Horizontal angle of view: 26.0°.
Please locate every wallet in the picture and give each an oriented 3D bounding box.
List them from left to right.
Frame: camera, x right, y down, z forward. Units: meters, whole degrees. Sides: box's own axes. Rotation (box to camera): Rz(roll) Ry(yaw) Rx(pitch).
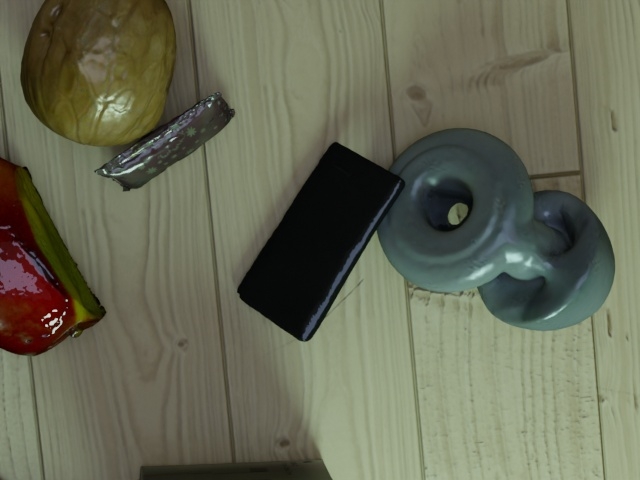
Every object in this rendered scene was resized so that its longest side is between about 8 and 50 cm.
[{"bbox_3d":[0.000,0.000,1.778,0.124,0.025,0.244,33,90,27],"label":"wallet"}]

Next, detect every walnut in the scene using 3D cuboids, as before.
[{"bbox_3d":[-0.264,-0.225,1.680,0.195,0.195,0.222,19,89,-7],"label":"walnut"}]

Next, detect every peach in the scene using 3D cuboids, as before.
[{"bbox_3d":[-0.395,0.019,1.704,0.159,0.154,0.267,-26,97,-3],"label":"peach"}]

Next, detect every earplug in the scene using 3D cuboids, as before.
[{"bbox_3d":[0.226,-0.006,1.773,0.325,0.175,0.214,30,94,2],"label":"earplug"}]

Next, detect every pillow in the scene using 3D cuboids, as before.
[{"bbox_3d":[-0.189,-0.119,1.738,0.185,0.118,0.043,-33,77,0],"label":"pillow"}]

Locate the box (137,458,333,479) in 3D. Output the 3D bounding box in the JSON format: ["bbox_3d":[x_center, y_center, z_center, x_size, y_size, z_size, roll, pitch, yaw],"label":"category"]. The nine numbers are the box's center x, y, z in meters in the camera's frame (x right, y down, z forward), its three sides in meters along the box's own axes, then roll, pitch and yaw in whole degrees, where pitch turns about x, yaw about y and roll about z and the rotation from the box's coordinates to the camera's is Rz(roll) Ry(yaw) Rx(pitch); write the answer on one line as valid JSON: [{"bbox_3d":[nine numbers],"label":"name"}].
[{"bbox_3d":[-0.105,0.347,1.730,0.251,0.203,0.106,0,93,-6],"label":"box"}]
